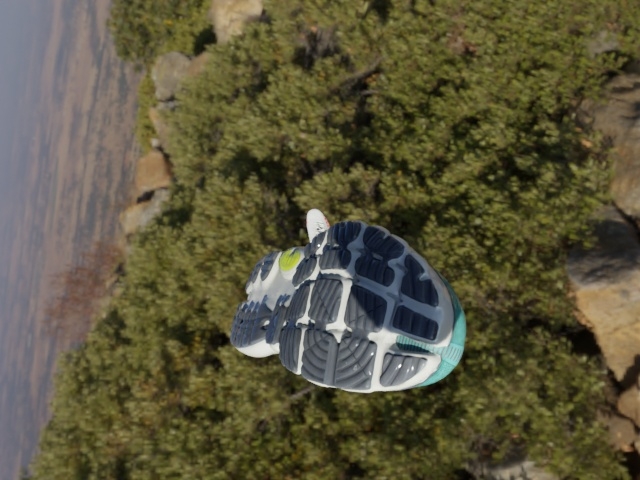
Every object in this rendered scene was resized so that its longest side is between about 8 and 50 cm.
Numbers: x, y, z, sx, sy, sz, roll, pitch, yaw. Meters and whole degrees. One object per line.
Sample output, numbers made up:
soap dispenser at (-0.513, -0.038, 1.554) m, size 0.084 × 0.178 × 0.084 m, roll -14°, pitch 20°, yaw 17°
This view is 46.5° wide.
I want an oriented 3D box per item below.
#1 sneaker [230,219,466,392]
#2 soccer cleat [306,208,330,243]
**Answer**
sneaker at (0.026, 0.052, 0.531) m, size 0.275 × 0.110 × 0.107 m, roll -2°, pitch 69°, yaw 68°
soccer cleat at (0.000, 0.000, 0.915) m, size 0.035 × 0.029 × 0.083 m, roll 39°, pitch -140°, yaw -80°
